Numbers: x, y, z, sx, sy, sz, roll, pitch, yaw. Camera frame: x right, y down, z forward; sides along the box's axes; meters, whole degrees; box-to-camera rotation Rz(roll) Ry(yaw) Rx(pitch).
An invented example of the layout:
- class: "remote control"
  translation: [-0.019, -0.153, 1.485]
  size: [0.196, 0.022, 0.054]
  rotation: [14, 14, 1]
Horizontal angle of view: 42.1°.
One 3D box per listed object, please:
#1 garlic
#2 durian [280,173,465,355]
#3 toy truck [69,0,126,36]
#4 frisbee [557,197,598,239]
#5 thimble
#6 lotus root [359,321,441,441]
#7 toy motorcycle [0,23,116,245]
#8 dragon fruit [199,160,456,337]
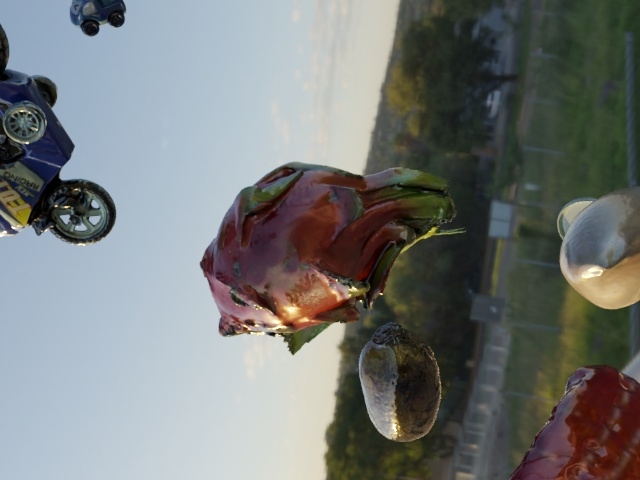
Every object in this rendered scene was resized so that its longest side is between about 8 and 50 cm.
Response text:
- class: "garlic"
  translation: [0.342, 0.009, 0.911]
  size: [0.143, 0.112, 0.318]
  rotation: [-51, -32, 11]
- class: "durian"
  translation: [0.040, 0.015, 1.383]
  size: [0.169, 0.356, 0.157]
  rotation: [50, -173, -24]
- class: "toy truck"
  translation: [-0.290, -0.312, 1.054]
  size: [0.056, 0.073, 0.090]
  rotation: [52, 162, 46]
- class: "frisbee"
  translation: [0.426, -0.020, 1.304]
  size: [0.014, 0.110, 0.110]
  rotation: [-47, -27, -41]
- class: "thimble"
  translation: [0.179, 0.176, 0.519]
  size: [0.189, 0.125, 0.163]
  rotation: [-48, -28, -29]
- class: "lotus root"
  translation: [0.092, 0.167, 0.944]
  size: [0.080, 0.089, 0.179]
  rotation: [-88, -11, -54]
- class: "toy motorcycle"
  translation: [-0.360, -0.106, 0.903]
  size: [0.113, 0.169, 0.315]
  rotation: [-106, -10, -62]
- class: "dragon fruit"
  translation: [0.007, 0.017, 0.885]
  size: [0.198, 0.269, 0.200]
  rotation: [-95, 5, -57]
